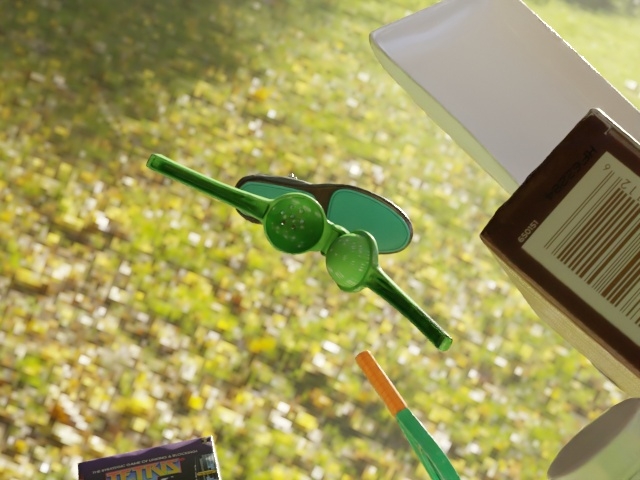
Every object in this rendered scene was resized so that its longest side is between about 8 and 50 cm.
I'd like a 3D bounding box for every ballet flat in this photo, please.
[{"bbox_3d":[0.003,-0.034,1.663,0.203,0.074,0.074,13,20,0],"label":"ballet flat"}]

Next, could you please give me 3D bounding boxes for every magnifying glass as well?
[{"bbox_3d":[0.111,0.232,1.846,0.231,0.026,0.092,57,-9,24],"label":"magnifying glass"}]

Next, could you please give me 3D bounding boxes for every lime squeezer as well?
[{"bbox_3d":[0.000,0.000,1.312,0.310,0.059,0.110,33,-2,17],"label":"lime squeezer"}]

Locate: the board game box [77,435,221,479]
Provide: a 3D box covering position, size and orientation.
[{"bbox_3d":[-0.201,0.302,1.791,0.170,0.048,0.141,-11,27,-6],"label":"board game box"}]

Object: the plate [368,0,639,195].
[{"bbox_3d":[0.204,-0.139,1.551,0.277,0.045,0.278,45,39,10],"label":"plate"}]

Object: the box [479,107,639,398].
[{"bbox_3d":[0.271,0.045,1.262,0.191,0.143,0.381,42,-1,18],"label":"box"}]

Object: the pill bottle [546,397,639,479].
[{"bbox_3d":[0.252,0.211,1.005,0.215,0.117,0.117,49,20,-1],"label":"pill bottle"}]
